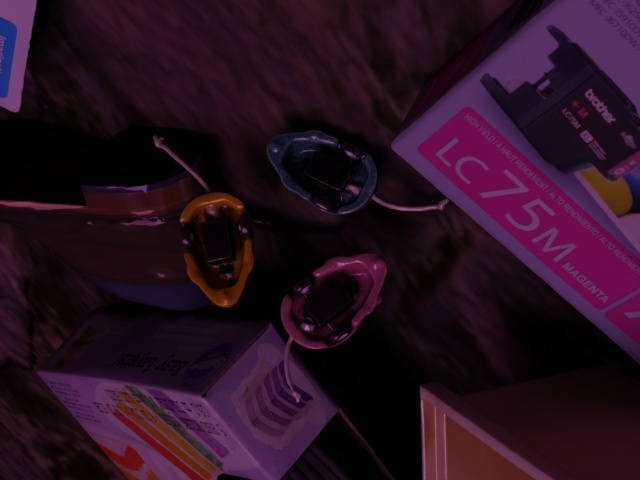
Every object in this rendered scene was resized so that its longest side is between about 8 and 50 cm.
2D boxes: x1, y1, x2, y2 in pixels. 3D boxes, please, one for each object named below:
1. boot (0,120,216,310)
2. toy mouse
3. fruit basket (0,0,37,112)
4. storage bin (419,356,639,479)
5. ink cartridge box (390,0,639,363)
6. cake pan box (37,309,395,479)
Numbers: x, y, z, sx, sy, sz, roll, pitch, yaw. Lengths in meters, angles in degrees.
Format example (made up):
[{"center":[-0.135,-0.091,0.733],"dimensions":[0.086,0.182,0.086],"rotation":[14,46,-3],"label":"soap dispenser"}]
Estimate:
[{"center":[-0.158,-0.008,0.822],"dimensions":[0.219,0.082,0.106],"rotation":[5,130,26],"label":"boot"},{"center":[0.000,0.000,0.723],"dimensions":[0.143,0.161,0.031],"rotation":[-17,166,5],"label":"toy mouse"},{"center":[-0.290,-0.225,0.631],"dimensions":[0.353,0.165,0.327],"rotation":[28,139,0],"label":"fruit basket"},{"center":[0.167,0.222,0.659],"dimensions":[0.262,0.123,0.260],"rotation":[29,125,60],"label":"storage bin"},{"center":[0.189,-0.068,0.564],"dimensions":[0.186,0.065,0.311],"rotation":[40,137,-9],"label":"ink cartridge box"},{"center":[-0.039,0.155,0.857],"dimensions":[0.246,0.070,0.267],"rotation":[52,154,-21],"label":"cake pan box"}]
